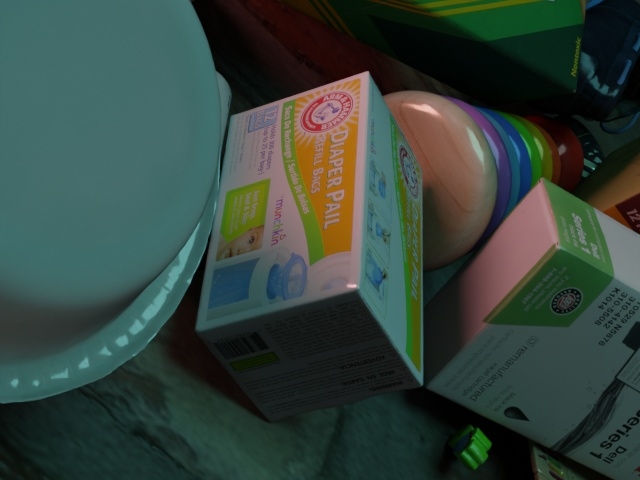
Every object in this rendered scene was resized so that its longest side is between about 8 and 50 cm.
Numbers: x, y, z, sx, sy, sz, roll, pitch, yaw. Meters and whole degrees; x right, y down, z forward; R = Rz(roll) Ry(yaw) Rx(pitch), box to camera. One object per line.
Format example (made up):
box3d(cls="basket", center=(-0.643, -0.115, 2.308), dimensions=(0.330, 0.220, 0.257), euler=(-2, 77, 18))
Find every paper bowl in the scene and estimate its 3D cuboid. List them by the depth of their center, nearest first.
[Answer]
box3d(cls="paper bowl", center=(-0.162, -0.061, 0.580), dimensions=(0.284, 0.148, 0.284), euler=(7, 80, -47))

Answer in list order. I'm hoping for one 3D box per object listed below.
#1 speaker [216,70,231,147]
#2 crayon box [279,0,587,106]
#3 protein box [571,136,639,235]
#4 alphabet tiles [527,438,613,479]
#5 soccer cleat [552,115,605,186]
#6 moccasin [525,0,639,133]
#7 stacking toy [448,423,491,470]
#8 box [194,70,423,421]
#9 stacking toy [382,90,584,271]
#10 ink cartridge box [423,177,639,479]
box3d(cls="speaker", center=(-0.095, -0.058, 0.813), dimensions=(0.055, 0.055, 0.136), euler=(33, 40, -27))
box3d(cls="crayon box", center=(0.099, -0.333, 0.973), dimensions=(0.313, 0.106, 0.362), euler=(19, 74, -40))
box3d(cls="protein box", center=(0.319, -0.014, 1.079), dimensions=(0.201, 0.200, 0.136), euler=(-40, 94, -34))
box3d(cls="alphabet tiles", center=(0.234, 0.184, 0.992), dimensions=(0.198, 0.009, 0.237), euler=(37, 27, -21))
box3d(cls="soccer cleat", center=(0.257, -0.056, 1.215), dimensions=(0.072, 0.060, 0.178), euler=(13, 54, -40))
box3d(cls="moccasin", center=(0.284, -0.164, 1.207), dimensions=(0.117, 0.137, 0.342), euler=(37, 32, 14))
box3d(cls="stacking toy", center=(0.131, 0.243, 0.823), dimensions=(0.167, 0.052, 0.221), euler=(48, 27, -8))
box3d(cls="box", center=(0.000, 0.000, 0.799), dimensions=(0.203, 0.114, 0.103), euler=(-86, 152, -43))
box3d(cls="stacking toy", center=(0.147, -0.058, 1.038), dimensions=(0.330, 0.141, 0.141), euler=(-10, 69, -57))
box3d(cls="ink cartridge box", center=(0.208, 0.078, 0.904), dimensions=(0.219, 0.160, 0.092), euler=(27, 31, -19))
